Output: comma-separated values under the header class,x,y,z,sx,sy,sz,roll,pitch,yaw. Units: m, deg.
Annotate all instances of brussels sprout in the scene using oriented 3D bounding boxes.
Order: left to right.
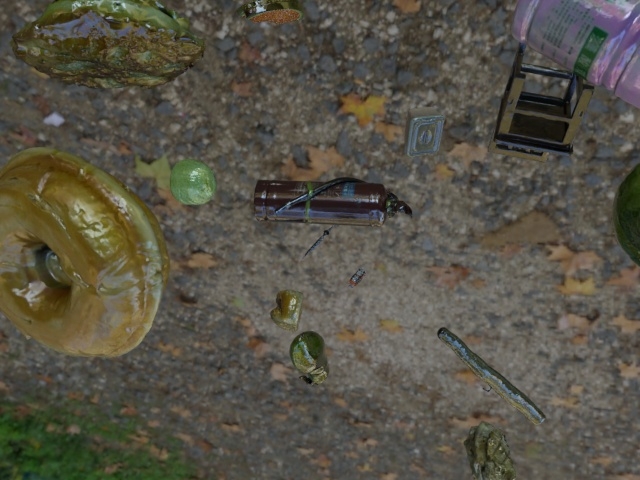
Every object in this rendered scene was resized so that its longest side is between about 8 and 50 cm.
class,x,y,z,sx,sy,sz,roll,pitch,yaw
brussels sprout,0.836,-0.078,1.624,0.289,0.281,0.355,47,131,14

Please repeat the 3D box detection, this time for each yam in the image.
class,x,y,z,sx,sy,sz,roll,pitch,yaw
yam,0.239,0.193,0.990,0.029,0.027,0.234,-37,115,27

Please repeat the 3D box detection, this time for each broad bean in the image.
class,x,y,z,sx,sy,sz,roll,pitch,yaw
broad bean,-0.017,0.237,1.396,0.075,0.067,0.325,-29,154,-8

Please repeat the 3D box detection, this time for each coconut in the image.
class,x,y,z,sx,sy,sz,roll,pitch,yaw
coconut,-0.239,-0.109,1.322,0.096,0.088,0.088,13,153,34

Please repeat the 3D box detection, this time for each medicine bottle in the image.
class,x,y,z,sx,sy,sz,roll,pitch,yaw
medicine bottle,0.566,-0.418,1.397,0.325,0.212,0.212,38,154,19

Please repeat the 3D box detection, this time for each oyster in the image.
class,x,y,z,sx,sy,sz,roll,pitch,yaw
oyster,0.347,0.469,1.516,0.072,0.209,0.133,13,119,-18

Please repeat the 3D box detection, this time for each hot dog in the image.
class,x,y,z,sx,sy,sz,roll,pitch,yaw
hot dog,-0.082,0.170,1.733,0.073,0.084,0.242,17,169,2

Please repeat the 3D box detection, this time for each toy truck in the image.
class,x,y,z,sx,sy,sz,roll,pitch,yaw
toy truck,0.099,0.099,1.886,0.024,0.083,0.032,27,125,14

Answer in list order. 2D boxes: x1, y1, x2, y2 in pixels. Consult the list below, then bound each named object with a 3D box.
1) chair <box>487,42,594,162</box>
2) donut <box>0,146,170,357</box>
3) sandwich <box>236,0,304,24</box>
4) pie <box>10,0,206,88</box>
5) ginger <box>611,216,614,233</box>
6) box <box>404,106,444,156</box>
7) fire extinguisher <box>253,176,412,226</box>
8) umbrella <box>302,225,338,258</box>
class,x,y,z,sx,sy,sz,roll,pitch,yaw
chair,0.564,-0.310,1.877,0.203,0.241,0.416,11,138,6
donut,-0.500,0.033,1.409,0.448,0.198,0.449,10,114,23
sandwich,-0.073,-0.390,1.197,0.067,0.029,0.135,-15,-178,45
pie,-0.401,-0.375,1.361,0.354,0.103,0.288,-2,170,-13
ginger,0.876,-0.084,1.993,0.067,0.165,0.096,7,-175,-35
box,0.256,-0.277,1.785,0.089,0.062,0.122,-7,136,-9
fire extinguisher,0.029,-0.078,1.520,0.341,0.141,0.105,2,118,10
umbrella,-0.002,-0.003,2.006,0.022,0.149,0.022,38,167,40
